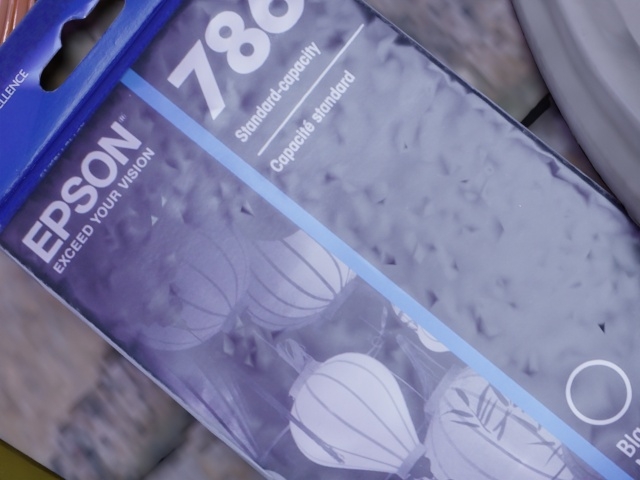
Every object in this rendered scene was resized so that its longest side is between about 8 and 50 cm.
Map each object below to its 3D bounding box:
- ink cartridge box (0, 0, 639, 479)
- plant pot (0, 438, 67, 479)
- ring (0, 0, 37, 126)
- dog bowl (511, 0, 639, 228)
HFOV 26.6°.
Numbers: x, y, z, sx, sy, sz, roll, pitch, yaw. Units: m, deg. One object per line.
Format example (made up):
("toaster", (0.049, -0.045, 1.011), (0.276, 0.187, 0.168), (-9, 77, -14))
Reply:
("ink cartridge box", (0.000, 0.000, 0.527), (0.332, 0.065, 0.165), (38, 92, 9))
("plant pot", (-0.202, 0.172, 0.501), (0.212, 0.187, 0.212), (29, 90, 13))
("ring", (-0.284, -0.118, 0.630), (0.336, 0.032, 0.337), (-1, 85, 11))
("dog bowl", (0.135, -0.200, 0.378), (0.150, 0.408, 0.408), (-14, 81, -3))
